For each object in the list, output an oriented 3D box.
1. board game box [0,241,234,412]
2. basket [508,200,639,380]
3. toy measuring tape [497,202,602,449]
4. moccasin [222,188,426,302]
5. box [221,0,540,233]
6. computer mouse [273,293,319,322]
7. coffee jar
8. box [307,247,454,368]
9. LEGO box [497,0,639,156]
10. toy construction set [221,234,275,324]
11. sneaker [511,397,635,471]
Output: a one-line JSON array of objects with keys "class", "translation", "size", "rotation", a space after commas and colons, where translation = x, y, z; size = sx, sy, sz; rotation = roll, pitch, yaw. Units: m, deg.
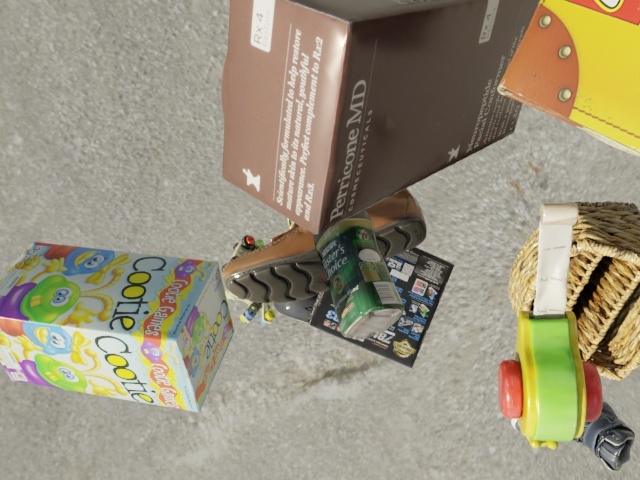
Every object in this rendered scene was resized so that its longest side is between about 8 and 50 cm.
[{"class": "board game box", "translation": [-0.275, 0.109, 0.829], "size": [0.275, 0.144, 0.142], "rotation": [6, 131, 12]}, {"class": "basket", "translation": [0.502, 0.102, 1.187], "size": [0.213, 0.299, 0.223], "rotation": [0, 44, -11]}, {"class": "toy measuring tape", "translation": [0.260, 0.124, 0.699], "size": [0.121, 0.121, 0.330], "rotation": [6, 124, 20]}, {"class": "moccasin", "translation": [-0.001, -0.002, 1.145], "size": [0.379, 0.139, 0.147], "rotation": [-27, 48, 5]}, {"class": "box", "translation": [0.085, -0.174, 0.642], "size": [0.143, 0.381, 0.191], "rotation": [33, 132, 31]}, {"class": "computer mouse", "translation": [0.005, 0.154, 1.738], "size": [0.261, 0.060, 0.184], "rotation": [18, 98, 2]}, {"class": "coffee jar", "translation": [0.050, 0.042, 0.906], "size": [0.096, 0.079, 0.185], "rotation": [-55, 43, 46]}, {"class": "box", "translation": [0.155, 0.139, 1.620], "size": [0.295, 0.073, 0.294], "rotation": [23, 87, -3]}, {"class": "LEGO box", "translation": [0.386, -0.271, 0.393], "size": [0.193, 0.372, 0.501], "rotation": [40, 119, 37]}, {"class": "toy construction set", "translation": [-0.212, 0.112, 2.046], "size": [0.215, 0.328, 0.151], "rotation": [39, 118, -16]}, {"class": "sneaker", "translation": [0.522, 0.392, 1.274], "size": [0.226, 0.163, 0.086], "rotation": [-4, 116, -7]}]
